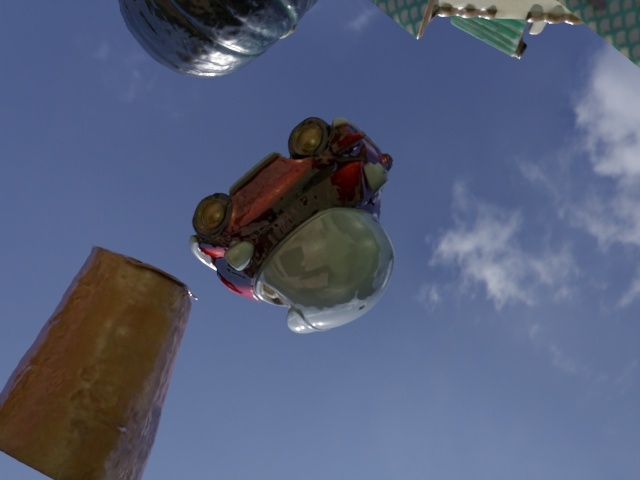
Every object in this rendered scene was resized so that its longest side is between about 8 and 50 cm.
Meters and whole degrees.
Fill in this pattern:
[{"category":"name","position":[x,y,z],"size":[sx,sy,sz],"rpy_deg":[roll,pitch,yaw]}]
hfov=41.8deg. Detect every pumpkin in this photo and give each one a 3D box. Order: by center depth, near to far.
[{"category":"pumpkin","position":[-0.117,-0.301,0.863],"size":[0.248,0.248,0.248],"rpy_deg":[-3,-111,7]}]

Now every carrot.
[{"category":"carrot","position":[-0.234,0.148,0.934],"size":[0.196,0.196,0.254],"rpy_deg":[20,-109,15]}]

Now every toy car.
[{"category":"toy car","position":[0.000,0.000,0.544],"size":[0.139,0.112,0.112],"rpy_deg":[-45,-124,10]}]

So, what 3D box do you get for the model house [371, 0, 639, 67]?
[{"category":"model house","position":[0.104,-0.192,0.453],"size":[0.206,0.178,0.271],"rpy_deg":[1,-125,-13]}]
